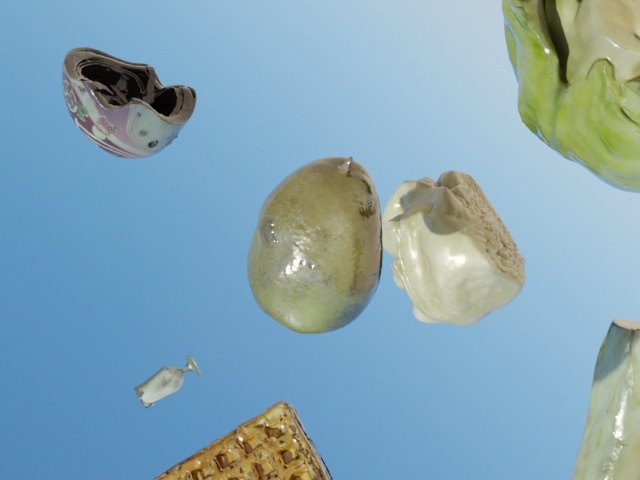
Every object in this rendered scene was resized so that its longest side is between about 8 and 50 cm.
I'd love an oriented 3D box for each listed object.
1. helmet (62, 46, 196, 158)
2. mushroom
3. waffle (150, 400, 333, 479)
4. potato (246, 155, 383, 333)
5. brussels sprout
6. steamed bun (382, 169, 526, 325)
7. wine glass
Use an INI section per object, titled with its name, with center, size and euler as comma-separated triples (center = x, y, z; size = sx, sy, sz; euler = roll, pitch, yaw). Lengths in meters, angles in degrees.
[helmet]
center = -0.261, -0.169, 1.411
size = 0.177, 0.107, 0.153
euler = 28, -152, 13
[mushroom]
center = 0.351, 0.250, 1.294
size = 0.081, 0.312, 0.100
euler = 5, -171, -14
[waffle]
center = -0.133, 0.423, 1.723
size = 0.213, 0.308, 0.091
euler = 59, 179, 18
[potato]
center = 0.000, 0.000, 1.419
size = 0.174, 0.251, 0.159
euler = 7, -155, -20
[brussels sprout]
center = 0.429, -0.235, 1.455
size = 0.425, 0.342, 0.361
euler = 39, 160, 12
[steamed bun]
center = 0.207, 0.015, 1.843
size = 0.276, 0.203, 0.289
euler = 31, -153, -47
[wine glass]
center = -0.191, 0.176, 1.340
size = 0.039, 0.083, 0.042
euler = 58, 163, -6
